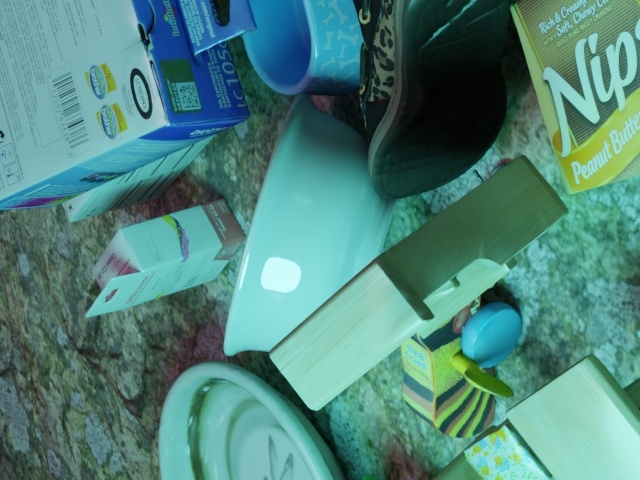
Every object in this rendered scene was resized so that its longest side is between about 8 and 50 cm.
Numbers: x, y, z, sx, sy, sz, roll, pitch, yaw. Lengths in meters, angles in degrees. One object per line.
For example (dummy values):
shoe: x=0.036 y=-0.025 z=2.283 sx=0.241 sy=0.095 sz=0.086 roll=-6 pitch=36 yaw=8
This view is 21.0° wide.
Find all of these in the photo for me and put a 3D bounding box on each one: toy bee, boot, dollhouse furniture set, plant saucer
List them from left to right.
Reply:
plant saucer: x=-0.057 y=0.333 z=2.170 sx=0.400 sy=0.100 sz=0.400 roll=28 pitch=127 yaw=46
boot: x=0.071 y=-0.240 z=1.702 sx=0.377 sy=0.138 sz=0.284 roll=88 pitch=161 yaw=-59
toy bee: x=0.113 y=0.080 z=1.772 sx=0.195 sy=0.162 sz=0.298 roll=9 pitch=112 yaw=54
dollhouse furniture set: x=0.193 y=0.159 z=1.501 sx=0.394 sy=0.256 sz=0.362 roll=52 pitch=134 yaw=5

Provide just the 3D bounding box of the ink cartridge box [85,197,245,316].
ink cartridge box: x=-0.206 y=0.022 z=2.150 sx=0.067 sy=0.198 sz=0.115 roll=60 pitch=143 yaw=16

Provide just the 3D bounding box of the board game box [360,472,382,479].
board game box: x=0.116 y=0.430 z=1.943 sx=0.213 sy=0.046 sz=0.317 roll=20 pitch=124 yaw=17

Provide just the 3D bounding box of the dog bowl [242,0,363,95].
dog bowl: x=-0.036 y=-0.296 z=1.884 sx=0.166 sy=0.074 sz=0.297 roll=-4 pitch=101 yaw=55

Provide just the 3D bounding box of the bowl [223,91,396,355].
bowl: x=0.000 y=0.000 z=1.854 sx=0.134 sy=0.298 sz=0.298 roll=17 pitch=128 yaw=2

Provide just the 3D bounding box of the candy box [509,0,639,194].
candy box: x=0.310 y=-0.160 z=1.452 sx=0.316 sy=0.087 sz=0.183 roll=-16 pitch=91 yaw=57

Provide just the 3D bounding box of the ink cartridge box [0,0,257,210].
ink cartridge box: x=-0.254 y=-0.215 z=1.965 sx=0.395 sy=0.151 sz=0.270 roll=-20 pitch=84 yaw=38

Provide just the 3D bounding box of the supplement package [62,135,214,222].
supplement package: x=-0.280 y=-0.193 z=2.204 sx=0.204 sy=0.145 sz=0.262 roll=-42 pitch=71 yaw=53
